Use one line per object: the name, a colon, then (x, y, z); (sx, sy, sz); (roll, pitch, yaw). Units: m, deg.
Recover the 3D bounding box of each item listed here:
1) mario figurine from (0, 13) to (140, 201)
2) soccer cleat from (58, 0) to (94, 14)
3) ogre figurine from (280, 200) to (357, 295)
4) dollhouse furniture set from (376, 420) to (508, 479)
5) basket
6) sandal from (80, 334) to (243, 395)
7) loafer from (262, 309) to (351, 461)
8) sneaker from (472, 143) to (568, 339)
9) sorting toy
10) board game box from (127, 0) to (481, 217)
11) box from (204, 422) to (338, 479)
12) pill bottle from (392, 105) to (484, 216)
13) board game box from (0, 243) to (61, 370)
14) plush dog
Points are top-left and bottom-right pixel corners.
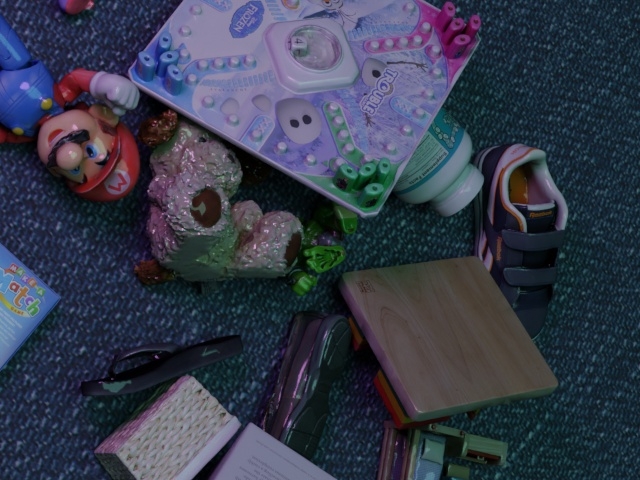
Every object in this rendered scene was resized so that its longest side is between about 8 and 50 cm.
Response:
mario figurine: (-0.366, -0.167, 1.814); (0.320, 0.198, 0.170); (42, 54, -15)
soccer cleat: (-0.309, -0.424, 1.943); (0.095, 0.083, 0.248); (26, 76, 6)
ogre figurine: (0.000, 0.000, 2.043); (0.097, 0.118, 0.197); (21, 74, -23)
dollhouse furniture set: (0.196, 0.351, 2.113); (0.184, 0.129, 0.129); (16, 78, -27)
basket: (-0.210, 0.270, 1.902); (0.167, 0.113, 0.103); (-44, 102, -25)
sandal: (-0.223, 0.162, 1.920); (0.254, 0.097, 0.054); (-17, 95, -40)
loafer: (-0.036, 0.228, 2.036); (0.096, 0.084, 0.267); (40, 68, -54)
sneaker: (0.318, 0.005, 2.221); (0.126, 0.127, 0.321); (-9, 91, -31)
sorting toy: (0.176, 0.158, 2.082); (0.255, 0.089, 0.257); (-7, 51, -31)
board game box: (-0.008, -0.270, 1.974); (0.390, 0.050, 0.390); (30, 57, 3)
box: (-0.105, 0.449, 1.819); (0.215, 0.168, 0.345); (34, 47, -2)
pill bottle: (0.128, -0.156, 2.116); (0.264, 0.146, 0.146); (44, 66, -19)
board game box: (-0.463, 0.102, 1.814); (0.160, 0.039, 0.211); (45, 66, -19)
plush dog: (-0.169, -0.065, 1.944); (0.262, 0.210, 0.225); (25, 55, -48)
